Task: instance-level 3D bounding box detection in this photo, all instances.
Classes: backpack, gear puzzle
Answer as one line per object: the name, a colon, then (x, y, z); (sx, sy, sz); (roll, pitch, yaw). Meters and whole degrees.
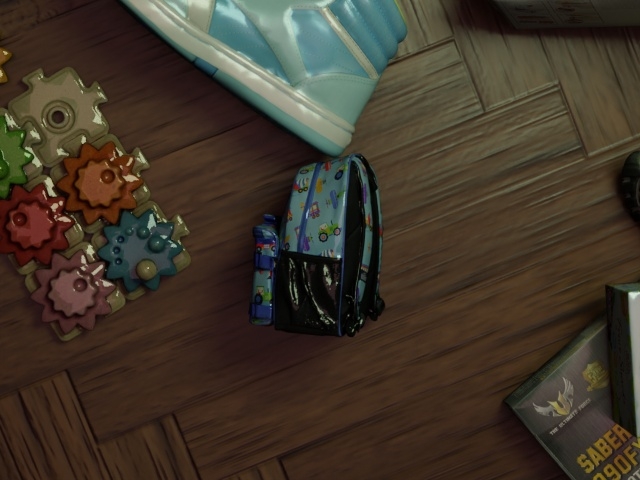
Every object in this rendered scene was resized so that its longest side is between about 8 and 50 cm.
backpack: (0.000, 0.000, 1.449); (0.117, 0.158, 0.173); (4, 95, 12)
gear puzzle: (-0.276, -0.078, 1.481); (0.175, 0.044, 0.339); (-31, 95, -2)

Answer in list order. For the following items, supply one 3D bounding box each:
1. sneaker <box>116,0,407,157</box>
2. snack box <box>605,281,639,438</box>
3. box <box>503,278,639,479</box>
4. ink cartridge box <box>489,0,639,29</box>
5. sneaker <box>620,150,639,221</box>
sneaker: (-0.057, -0.249, 1.450); (0.319, 0.127, 0.208); (35, 92, -15)
snack box: (0.309, 0.115, 1.450); (0.037, 0.100, 0.141); (-5, 92, -3)
box: (0.335, 0.160, 1.533); (0.231, 0.056, 0.183); (-41, 96, -1)
ink cartridge box: (0.323, -0.348, 1.400); (0.309, 0.130, 0.272); (0, 84, 19)
sneaker: (0.393, -0.022, 1.522); (0.094, 0.081, 0.208); (-44, 102, -8)
